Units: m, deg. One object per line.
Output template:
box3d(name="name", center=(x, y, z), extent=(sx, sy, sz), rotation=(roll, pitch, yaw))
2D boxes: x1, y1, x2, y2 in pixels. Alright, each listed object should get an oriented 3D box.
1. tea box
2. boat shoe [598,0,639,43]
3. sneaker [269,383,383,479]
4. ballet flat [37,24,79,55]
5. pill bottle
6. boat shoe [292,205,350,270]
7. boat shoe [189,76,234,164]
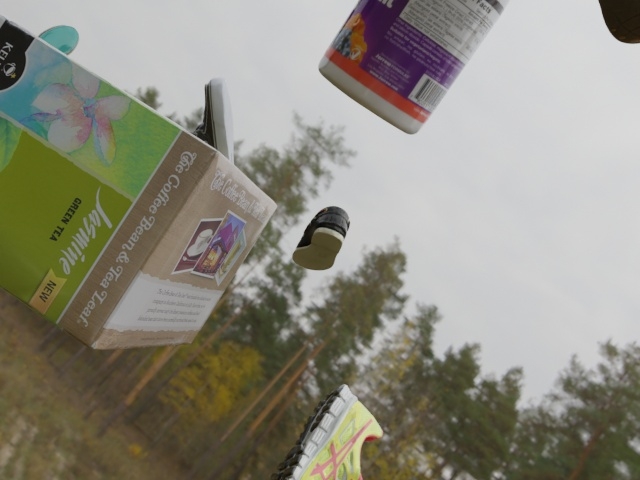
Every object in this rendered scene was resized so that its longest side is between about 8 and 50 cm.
box3d(name="tea box", center=(-0.255, -0.055, 0.891), extent=(0.323, 0.220, 0.329), rotation=(31, -2, 9))
box3d(name="boat shoe", center=(0.554, -0.522, 1.501), extent=(0.123, 0.116, 0.324), rotation=(10, -37, 46))
box3d(name="sneaker", center=(0.004, 0.273, 0.945), extent=(0.094, 0.208, 0.081), rotation=(39, -24, -5))
box3d(name="ballet flat", center=(-0.481, -0.315, 1.391), extent=(0.052, 0.168, 0.057), rotation=(-18, -62, 44))
box3d(name="pill bottle", center=(0.092, -0.197, 0.687), extent=(0.108, 0.193, 0.108), rotation=(32, 13, -9))
box3d(name="boat shoe", center=(0.002, 0.001, 0.963), extent=(0.049, 0.042, 0.133), rotation=(22, -26, -8))
box3d(name="boat shoe", center=(-0.177, -0.142, 1.284), extent=(0.080, 0.076, 0.228), rotation=(-87, 177, -67))
